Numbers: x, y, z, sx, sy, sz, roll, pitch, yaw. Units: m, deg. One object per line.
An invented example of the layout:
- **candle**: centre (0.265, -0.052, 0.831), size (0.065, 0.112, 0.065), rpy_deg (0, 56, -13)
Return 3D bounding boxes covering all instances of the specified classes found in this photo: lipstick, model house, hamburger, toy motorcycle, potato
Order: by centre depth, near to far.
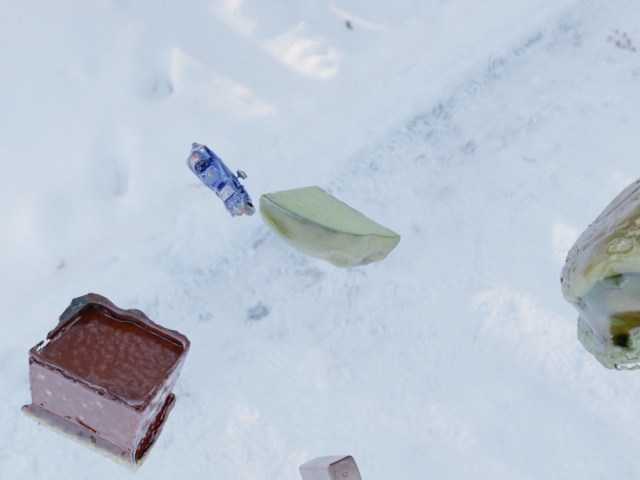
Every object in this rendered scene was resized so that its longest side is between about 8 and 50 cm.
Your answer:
- **hamburger**: centre (0.337, -0.013, 0.534), size (0.285, 0.265, 0.134), rpy_deg (-39, 86, 13)
- **potato**: centre (0.000, 0.000, 0.722), size (0.149, 0.081, 0.120), rpy_deg (33, 28, 26)
- **lipstick**: centre (0.012, 0.347, 0.876), size (0.045, 0.145, 0.045), rpy_deg (-18, 77, -24)
- **model house**: centre (-0.341, 0.246, 0.925), size (0.196, 0.254, 0.160), rpy_deg (24, 31, 4)
- **toy motorcycle**: centre (-0.211, -0.130, 1.226), size (0.076, 0.114, 0.205), rpy_deg (-41, 84, 11)
